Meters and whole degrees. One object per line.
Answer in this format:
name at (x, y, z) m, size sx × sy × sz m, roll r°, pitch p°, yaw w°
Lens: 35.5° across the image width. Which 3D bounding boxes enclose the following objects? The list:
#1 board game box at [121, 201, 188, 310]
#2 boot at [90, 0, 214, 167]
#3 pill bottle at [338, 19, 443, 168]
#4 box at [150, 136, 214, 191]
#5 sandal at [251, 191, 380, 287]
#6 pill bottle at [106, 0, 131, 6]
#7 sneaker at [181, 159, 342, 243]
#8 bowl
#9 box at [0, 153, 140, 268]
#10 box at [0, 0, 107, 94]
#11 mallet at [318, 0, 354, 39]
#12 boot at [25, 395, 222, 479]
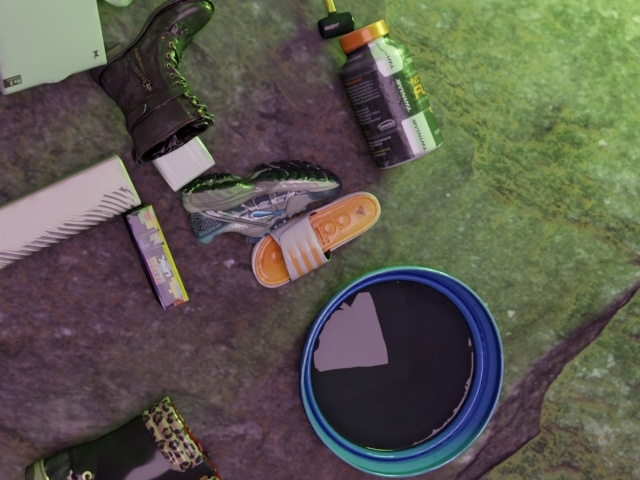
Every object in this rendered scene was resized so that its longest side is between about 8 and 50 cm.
board game box at (-0.282, 0.024, 1.690) m, size 0.048 × 0.141 × 0.170 m, roll -22°, pitch 99°, yaw -11°
boot at (-0.237, -0.260, 1.642) m, size 0.263 × 0.091 × 0.229 m, roll -38°, pitch 61°, yaw 0°
pill bottle at (0.116, -0.261, 1.771) m, size 0.130 × 0.130 × 0.246 m, roll -25°, pitch 101°, yaw -11°
box at (-0.246, -0.148, 1.704) m, size 0.087 × 0.101 × 0.102 m, roll -35°, pitch 102°, yaw -8°
sandal at (-0.005, -0.010, 1.790) m, size 0.265 × 0.076 × 0.102 m, roll -32°, pitch 101°, yaw -9°
pill bottle at (-0.295, -0.492, 1.621) m, size 0.117 × 0.117 × 0.215 m, roll 42°, pitch 106°, yaw -14°
sneaker at (-0.100, -0.064, 1.764) m, size 0.282 × 0.110 × 0.122 m, roll -9°, pitch 115°, yaw -11°
bowl at (0.145, 0.238, 1.851) m, size 0.390 × 0.077 × 0.391 m, roll -1°, pitch 95°, yaw -14°
box at (-0.444, -0.047, 1.660) m, size 0.275 × 0.113 × 0.094 m, roll -26°, pitch 102°, yaw -9°
box at (-0.451, -0.351, 1.568) m, size 0.181 × 0.119 × 0.182 m, roll -25°, pitch 133°, yaw -28°
mallet at (0.016, -0.456, 1.780) m, size 0.062 × 0.039 × 0.190 m, roll -11°, pitch 94°, yaw -13°
boot at (-0.299, 0.481, 1.735) m, size 0.284 × 0.138 × 0.377 m, roll -31°, pitch 96°, yaw -10°
